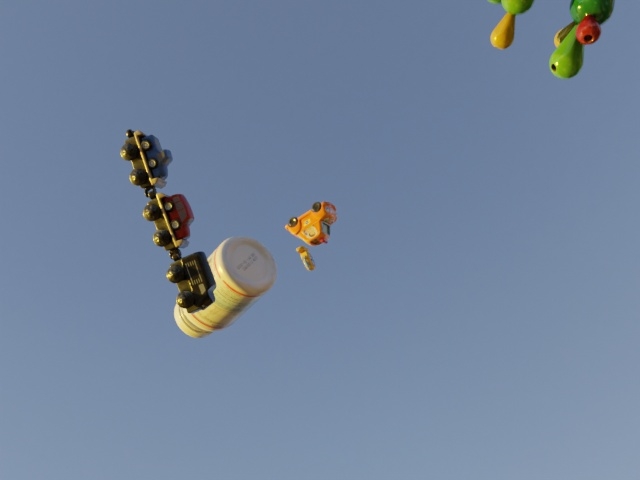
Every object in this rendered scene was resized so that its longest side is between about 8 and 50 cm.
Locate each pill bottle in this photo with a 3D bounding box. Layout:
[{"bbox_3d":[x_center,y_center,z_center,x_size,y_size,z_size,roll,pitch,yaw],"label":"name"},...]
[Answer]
[{"bbox_3d":[-0.132,0.067,1.115,0.087,0.087,0.160,19,-41,-27],"label":"pill bottle"}]

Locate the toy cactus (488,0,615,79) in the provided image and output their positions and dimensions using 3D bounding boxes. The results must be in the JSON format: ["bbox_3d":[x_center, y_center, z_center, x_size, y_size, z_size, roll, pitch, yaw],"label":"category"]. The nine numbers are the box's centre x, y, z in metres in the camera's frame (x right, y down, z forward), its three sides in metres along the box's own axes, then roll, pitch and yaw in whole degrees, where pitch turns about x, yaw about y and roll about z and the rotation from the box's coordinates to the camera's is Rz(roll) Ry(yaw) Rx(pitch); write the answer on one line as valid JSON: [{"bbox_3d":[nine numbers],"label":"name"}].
[{"bbox_3d":[0.225,-0.259,0.728,0.181,0.218,0.112,-14,-22,22],"label":"toy cactus"}]

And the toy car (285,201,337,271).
[{"bbox_3d":[0.000,0.000,0.948,0.060,0.040,0.122,-25,-23,-2],"label":"toy car"}]

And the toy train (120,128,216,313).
[{"bbox_3d":[-0.119,-0.019,0.664,0.036,0.158,0.027,-23,-7,6],"label":"toy train"}]
